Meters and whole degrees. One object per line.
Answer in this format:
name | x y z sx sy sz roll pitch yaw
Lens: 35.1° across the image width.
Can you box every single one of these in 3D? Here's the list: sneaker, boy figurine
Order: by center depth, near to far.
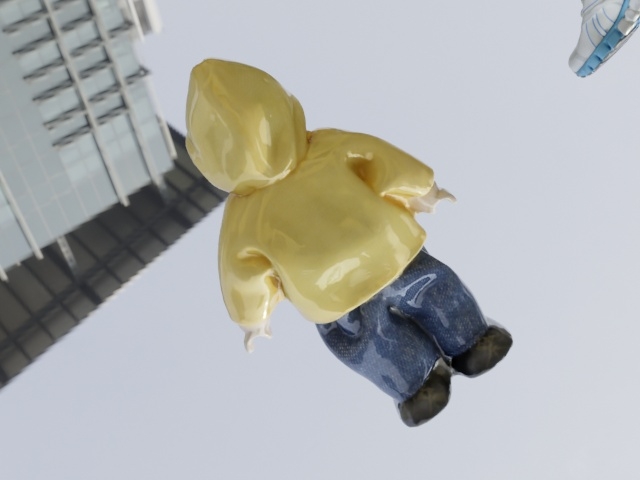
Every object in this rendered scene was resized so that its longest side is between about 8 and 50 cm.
boy figurine | 0.000 0.000 0.687 0.177 0.285 0.092 -42 -166 3
sneaker | 0.249 -0.220 0.869 0.083 0.191 0.071 38 -122 10
